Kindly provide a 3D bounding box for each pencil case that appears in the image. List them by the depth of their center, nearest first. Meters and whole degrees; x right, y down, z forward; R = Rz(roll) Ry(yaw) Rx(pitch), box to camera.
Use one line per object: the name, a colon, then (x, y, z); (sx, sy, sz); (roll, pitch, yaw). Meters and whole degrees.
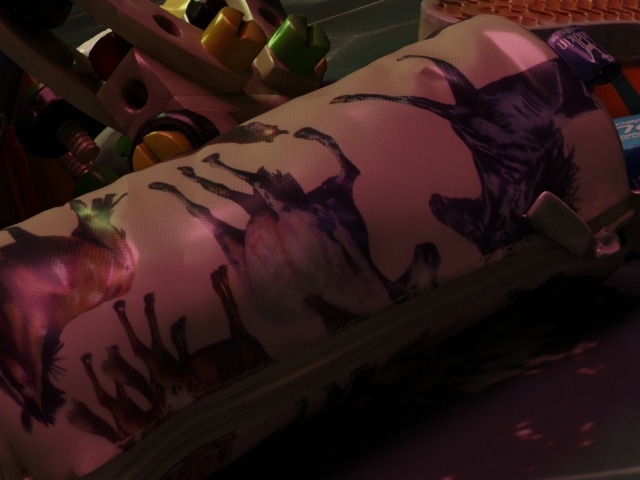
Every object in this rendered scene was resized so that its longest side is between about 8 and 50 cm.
pencil case: (-0.021, 0.023, 0.882); (0.410, 0.160, 0.183); (-27, 30, -30)

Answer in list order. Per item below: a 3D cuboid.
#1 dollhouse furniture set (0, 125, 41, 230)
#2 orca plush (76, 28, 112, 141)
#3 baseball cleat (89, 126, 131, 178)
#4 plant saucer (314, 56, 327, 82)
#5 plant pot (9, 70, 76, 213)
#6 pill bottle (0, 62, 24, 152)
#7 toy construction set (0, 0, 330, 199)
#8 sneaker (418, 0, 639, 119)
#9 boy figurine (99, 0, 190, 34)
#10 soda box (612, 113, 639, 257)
dollhouse furniture set: (-0.352, -0.124, 1.320); (0.201, 0.374, 0.152); (-14, 0, -24)
orca plush: (-0.240, -0.098, 1.697); (0.287, 0.151, 0.102); (-32, 58, -6)
baseball cleat: (-0.120, -0.084, 1.561); (0.206, 0.072, 0.109); (-18, 21, 13)
plant saucer: (-0.085, -0.140, 1.782); (0.200, 0.037, 0.200); (-18, 15, 5)
plant pot: (-0.348, -0.059, 1.512); (0.212, 0.212, 0.187); (-25, 4, -25)
pill bottle: (-0.285, -0.102, 1.173); (0.162, 0.278, 0.162); (12, -13, 3)
toy construction set: (-0.037, -0.110, 1.092); (0.309, 0.237, 0.257); (-42, -24, 0)
sneaker: (0.197, -0.098, 1.186); (0.302, 0.121, 0.108); (-1, 26, -19)
boy figurine: (-0.199, -0.182, 1.847); (0.285, 0.092, 0.177); (-28, 5, 9)
soda box: (0.252, -0.045, 0.987); (0.210, 0.067, 0.071); (-11, 16, 28)
